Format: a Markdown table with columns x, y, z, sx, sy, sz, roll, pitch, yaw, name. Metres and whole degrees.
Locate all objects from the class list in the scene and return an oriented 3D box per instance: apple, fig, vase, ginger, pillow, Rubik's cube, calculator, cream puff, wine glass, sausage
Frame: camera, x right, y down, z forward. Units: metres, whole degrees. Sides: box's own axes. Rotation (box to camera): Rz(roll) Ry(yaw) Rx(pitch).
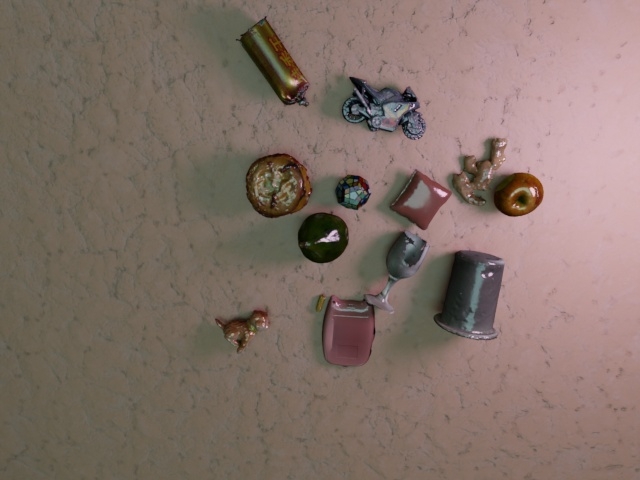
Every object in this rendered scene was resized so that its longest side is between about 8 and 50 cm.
| x | y | z | sx | sy | sz | roll | pitch | yaw | name |
| --- | --- | --- | --- | --- | --- | --- | --- | --- | --- |
| 0.713 | -0.164 | 1.626 | 0.146 | 0.147 | 0.163 | 40 | 117 | -5 | apple |
| 0.000 | 0.000 | 1.648 | 0.195 | 0.245 | 0.196 | 5 | 106 | 17 | fig |
| 0.572 | 0.196 | 1.696 | 0.244 | 0.245 | 0.292 | 8 | 103 | -1 | vase |
| 0.579 | -0.260 | 1.641 | 0.149 | 0.065 | 0.259 | 21 | 109 | -2 | ginger |
| 0.369 | -0.148 | 1.672 | 0.171 | 0.075 | 0.179 | 31 | 105 | -7 | pillow |
| 0.119 | -0.176 | 1.653 | 0.112 | 0.133 | 0.133 | 43 | 105 | 14 | Rubik's cube |
| 0.116 | 0.388 | 1.860 | 0.219 | 0.048 | 0.330 | 3 | 109 | -1 | calculator |
| -0.149 | -0.198 | 1.631 | 0.239 | 0.164 | 0.241 | 1 | 96 | 12 | cream puff |
| 0.291 | 0.120 | 1.729 | 0.143 | 0.143 | 0.322 | 24 | 105 | -5 | wine glass |
| -0.144 | -0.582 | 1.529 | 0.125 | 0.117 | 0.318 | -43 | 104 | -27 | sausage |

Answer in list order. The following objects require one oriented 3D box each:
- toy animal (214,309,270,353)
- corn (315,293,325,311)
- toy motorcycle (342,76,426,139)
| x | y | z | sx | sy | sz | roll | pitch | yaw | name |
| --- | --- | --- | --- | --- | --- | --- | --- | --- | --- |
| -0.310 | 0.332 | 1.831 | 0.184 | 0.104 | 0.185 | 46 | 108 | -4 | toy animal |
| 0.002 | 0.253 | 1.832 | 0.028 | 0.027 | 0.084 | 21 | 110 | 9 | corn |
| 0.230 | -0.462 | 1.571 | 0.306 | 0.108 | 0.174 | 15 | 98 | -2 | toy motorcycle |
